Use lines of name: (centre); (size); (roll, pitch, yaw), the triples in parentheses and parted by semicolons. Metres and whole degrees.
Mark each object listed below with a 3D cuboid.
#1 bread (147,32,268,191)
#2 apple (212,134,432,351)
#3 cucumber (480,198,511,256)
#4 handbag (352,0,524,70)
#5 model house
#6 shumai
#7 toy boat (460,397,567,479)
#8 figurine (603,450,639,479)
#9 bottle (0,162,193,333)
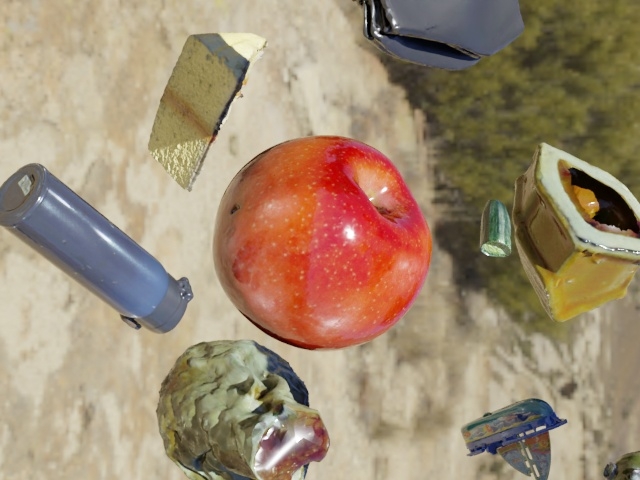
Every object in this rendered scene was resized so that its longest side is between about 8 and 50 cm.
bread: (-0.148, -0.210, 1.745); (0.178, 0.135, 0.240); (-17, 145, -47)
apple: (0.000, 0.000, 1.292); (0.260, 0.216, 0.260); (35, 37, -31)
cucumber: (0.271, -0.022, 1.695); (0.048, 0.048, 0.105); (75, 17, -47)
handbag: (0.082, -0.344, 1.186); (0.288, 0.152, 0.342); (-28, 96, -58)
model house: (0.424, -0.001, 1.893); (0.239, 0.173, 0.268); (115, -39, -48)
shumai: (-0.102, 0.224, 1.508); (0.222, 0.272, 0.203); (-36, 158, -27)
toy boat: (0.263, 0.261, 1.411); (0.091, 0.175, 0.110); (-17, 79, -35)
figurine: (0.529, 0.343, 1.719); (0.141, 0.167, 0.250); (43, 72, -29)
bottle: (-0.229, 0.018, 1.130); (0.244, 0.082, 0.072); (43, 12, -43)
